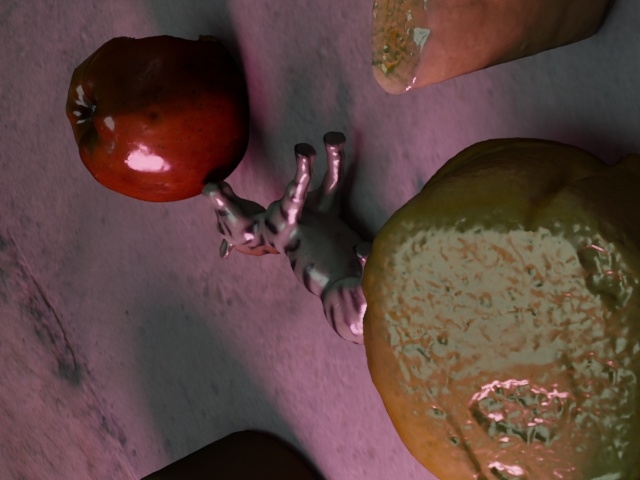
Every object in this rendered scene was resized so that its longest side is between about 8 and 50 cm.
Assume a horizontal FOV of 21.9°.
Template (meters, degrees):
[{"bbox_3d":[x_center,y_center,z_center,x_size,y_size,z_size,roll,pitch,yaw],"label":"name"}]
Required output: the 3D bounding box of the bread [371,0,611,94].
[{"bbox_3d":[0.118,-0.174,1.073,0.060,0.178,0.139,38,137,42],"label":"bread"}]

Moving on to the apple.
[{"bbox_3d":[-0.149,-0.110,1.522,0.147,0.158,0.156,57,141,17],"label":"apple"}]

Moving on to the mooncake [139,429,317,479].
[{"bbox_3d":[-0.086,0.349,1.679,0.284,0.155,0.284,29,129,44],"label":"mooncake"}]

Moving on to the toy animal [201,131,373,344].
[{"bbox_3d":[-0.002,-0.016,1.429,0.255,0.090,0.170,39,141,43],"label":"toy animal"}]

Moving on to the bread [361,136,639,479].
[{"bbox_3d":[0.153,0.060,1.148,0.270,0.148,0.270,11,111,29],"label":"bread"}]
